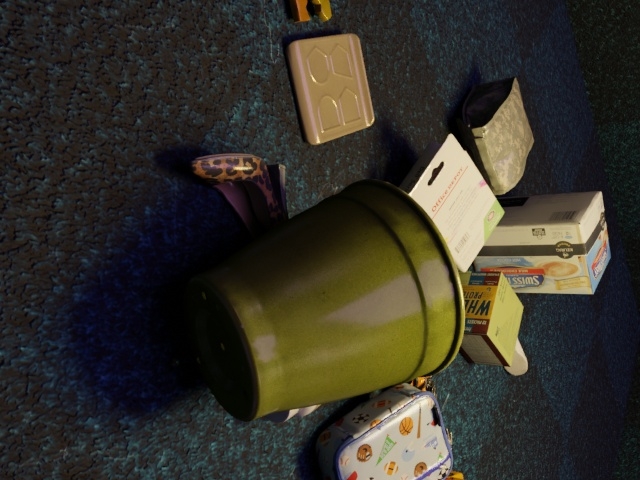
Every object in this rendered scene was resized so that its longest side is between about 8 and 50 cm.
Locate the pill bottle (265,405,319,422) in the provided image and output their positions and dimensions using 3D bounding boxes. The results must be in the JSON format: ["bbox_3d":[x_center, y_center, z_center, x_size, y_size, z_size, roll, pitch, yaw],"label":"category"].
[{"bbox_3d":[-0.033,0.266,1.284,0.186,0.112,0.112,-22,105,-52],"label":"pill bottle"}]

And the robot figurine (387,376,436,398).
[{"bbox_3d":[0.199,0.403,1.614,0.211,0.085,0.291,17,75,-52],"label":"robot figurine"}]

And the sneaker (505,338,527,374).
[{"bbox_3d":[0.620,0.338,2.203,0.212,0.080,0.094,64,31,-26],"label":"sneaker"}]

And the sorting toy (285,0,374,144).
[{"bbox_3d":[0.011,-0.373,1.451,0.229,0.041,0.307,-26,109,-46],"label":"sorting toy"}]

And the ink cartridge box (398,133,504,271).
[{"bbox_3d":[0.305,-0.100,1.708,0.207,0.119,0.353,-54,134,-10],"label":"ink cartridge box"}]

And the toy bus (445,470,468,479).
[{"bbox_3d":[0.288,0.651,1.680,0.332,0.130,0.108,11,79,-53],"label":"toy bus"}]

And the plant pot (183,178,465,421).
[{"bbox_3d":[-0.020,0.120,1.122,0.352,0.366,0.367,-20,105,-31],"label":"plant pot"}]

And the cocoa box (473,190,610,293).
[{"bbox_3d":[0.647,0.008,2.022,0.231,0.347,0.228,-40,120,-46],"label":"cocoa box"}]

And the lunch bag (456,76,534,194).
[{"bbox_3d":[0.508,-0.302,2.007,0.235,0.168,0.287,63,39,-30],"label":"lunch bag"}]

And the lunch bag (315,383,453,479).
[{"bbox_3d":[0.146,0.459,1.444,0.303,0.115,0.243,-22,104,-28],"label":"lunch bag"}]

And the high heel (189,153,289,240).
[{"bbox_3d":[-0.133,-0.051,1.186,0.261,0.093,0.186,3,84,-58],"label":"high heel"}]

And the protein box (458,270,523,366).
[{"bbox_3d":[0.467,0.223,1.943,0.201,0.136,0.200,48,52,-41],"label":"protein box"}]
